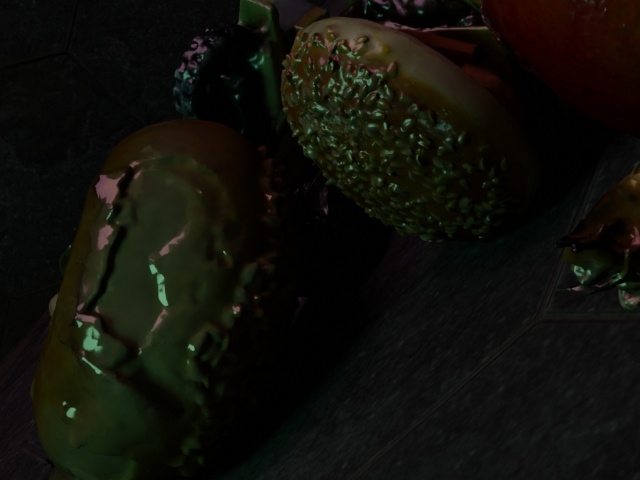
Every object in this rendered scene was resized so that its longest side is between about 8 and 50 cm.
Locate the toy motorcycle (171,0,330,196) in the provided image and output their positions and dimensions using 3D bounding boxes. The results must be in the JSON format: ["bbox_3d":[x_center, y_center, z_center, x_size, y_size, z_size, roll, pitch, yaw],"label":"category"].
[{"bbox_3d":[-0.054,-0.127,1.671,0.169,0.410,0.237,27,62,30],"label":"toy motorcycle"}]

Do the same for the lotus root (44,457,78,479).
[{"bbox_3d":[-0.303,0.270,1.783,0.203,0.078,0.183,-55,14,-28],"label":"lotus root"}]

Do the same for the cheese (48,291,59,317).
[{"bbox_3d":[-0.321,0.095,2.177,0.263,0.159,0.093,-33,58,42],"label":"cheese"}]

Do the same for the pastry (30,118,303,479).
[{"bbox_3d":[-0.154,0.073,1.446,0.409,0.245,0.409,-163,90,-83],"label":"pastry"}]

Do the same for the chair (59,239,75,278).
[{"bbox_3d":[-0.209,0.063,1.734,0.159,0.247,0.172,-43,12,10],"label":"chair"}]

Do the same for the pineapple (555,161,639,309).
[{"bbox_3d":[0.293,-0.037,0.763,0.334,0.158,0.161,-46,-27,-19],"label":"pineapple"}]

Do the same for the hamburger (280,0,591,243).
[{"bbox_3d":[0.103,-0.134,1.285,0.225,0.291,0.291,-53,14,-20],"label":"hamburger"}]

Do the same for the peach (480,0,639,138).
[{"bbox_3d":[0.280,-0.256,1.013,0.370,0.370,0.370,-43,13,13],"label":"peach"}]

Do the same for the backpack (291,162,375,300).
[{"bbox_3d":[0.000,-0.002,1.589,0.165,0.106,0.120,124,157,-50],"label":"backpack"}]
